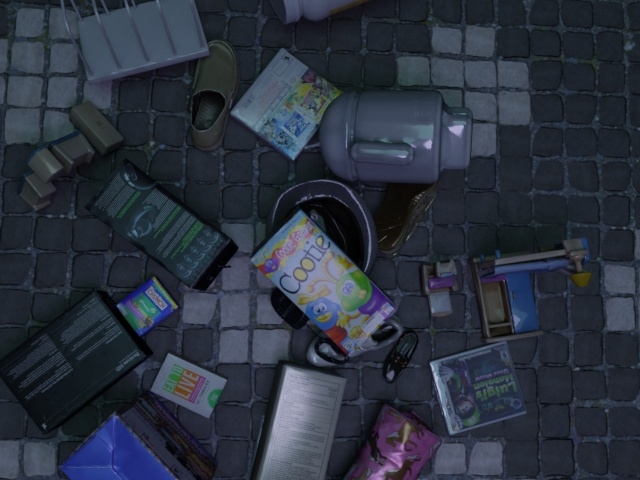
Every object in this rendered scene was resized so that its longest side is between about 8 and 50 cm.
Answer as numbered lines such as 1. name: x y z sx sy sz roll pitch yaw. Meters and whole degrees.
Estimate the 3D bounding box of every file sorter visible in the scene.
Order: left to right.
1. file sorter: -0.415 -0.504 1.398 0.278 0.173 0.192 -16 64 -5

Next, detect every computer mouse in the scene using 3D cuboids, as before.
1. computer mouse: -0.022 0.188 1.406 0.071 0.041 0.242 -48 65 5

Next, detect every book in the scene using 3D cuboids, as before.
1. book: -0.293 0.322 1.416 0.144 0.035 0.096 25 87 -2

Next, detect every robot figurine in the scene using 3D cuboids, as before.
1. robot figurine: 0.148 -0.225 1.378 0.354 0.300 0.199 2 111 11

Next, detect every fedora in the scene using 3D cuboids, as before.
1. fedora: 0.000 0.000 1.419 0.244 0.124 0.275 -19 97 -3

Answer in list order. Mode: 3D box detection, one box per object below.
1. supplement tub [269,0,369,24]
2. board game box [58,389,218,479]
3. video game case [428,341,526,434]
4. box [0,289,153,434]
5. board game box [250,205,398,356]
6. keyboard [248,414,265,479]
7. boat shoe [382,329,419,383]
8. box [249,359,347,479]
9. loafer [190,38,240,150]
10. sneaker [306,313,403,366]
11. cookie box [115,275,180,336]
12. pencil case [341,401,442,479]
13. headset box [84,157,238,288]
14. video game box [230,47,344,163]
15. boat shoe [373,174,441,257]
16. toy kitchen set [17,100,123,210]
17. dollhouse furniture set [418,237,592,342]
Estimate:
1. supplement tub: 0.035 -0.647 1.437 0.331 0.241 0.241 -23 86 -6
2. board game box: -0.347 0.448 1.265 0.141 0.291 0.232 -44 88 -6
3. video game case: 0.362 0.338 1.461 0.190 0.022 0.173 -14 85 -6
4. box: -0.528 0.258 1.369 0.261 0.103 0.184 -38 84 -7
5. board game box: 0.004 0.078 1.292 0.142 0.144 0.275 -45 97 2
6. keyboard: -0.122 0.523 1.414 0.072 0.014 0.256 12 83 -8
7. boat shoe: 0.182 0.266 1.448 0.049 0.042 0.133 30 84 -2
8. box: -0.054 0.426 1.365 0.148 0.121 0.311 16 82 -8
9. loafer: -0.243 -0.342 1.458 0.102 0.092 0.268 6 83 -3
10. sneaker: 0.078 0.217 1.407 0.232 0.115 0.090 -23 86 -6
11. cookie box: -0.385 0.148 1.421 0.107 0.040 0.092 -38 87 -8
12. pencil case: 0.110 0.537 1.349 0.160 0.167 0.386 34 82 -17
13. headset box: -0.314 -0.015 1.340 0.283 0.246 0.131 37 83 1
14. video game box: -0.077 -0.317 1.490 0.187 0.048 0.205 37 83 2
15. boat shoe: 0.205 -0.096 1.475 0.105 0.089 0.285 28 79 26
16. toy kitchen set: -0.585 -0.191 1.436 0.122 0.166 0.207 49 46 2
17. dollhouse furniture set: 0.391 0.121 1.346 0.287 0.303 0.198 -8 84 -5
